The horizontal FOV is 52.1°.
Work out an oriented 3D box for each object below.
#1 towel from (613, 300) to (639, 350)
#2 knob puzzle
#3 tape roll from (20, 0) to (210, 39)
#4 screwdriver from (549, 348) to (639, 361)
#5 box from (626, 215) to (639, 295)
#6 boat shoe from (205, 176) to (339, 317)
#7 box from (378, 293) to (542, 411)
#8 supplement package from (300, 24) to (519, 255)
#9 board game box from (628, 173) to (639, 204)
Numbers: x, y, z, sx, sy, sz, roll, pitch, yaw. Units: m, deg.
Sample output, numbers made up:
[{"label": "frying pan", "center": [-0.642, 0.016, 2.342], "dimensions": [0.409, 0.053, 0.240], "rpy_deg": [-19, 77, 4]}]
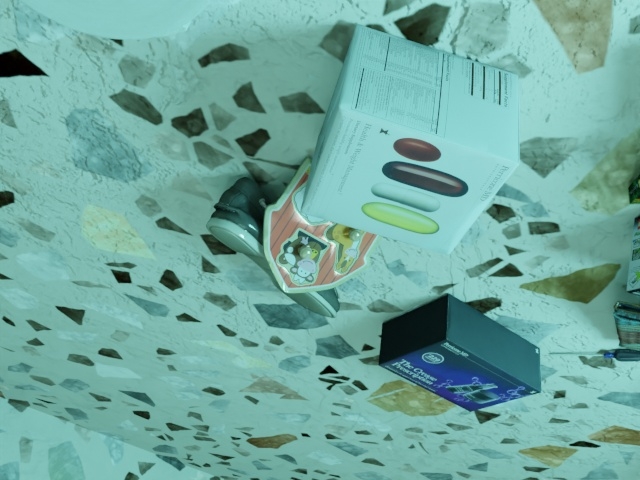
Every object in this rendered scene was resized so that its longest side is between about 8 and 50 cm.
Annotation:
[{"label": "towel", "center": [0.652, 0.179, 1.004], "dimensions": [0.370, 0.040, 0.271], "rpy_deg": [12, 166, 30]}, {"label": "knob puzzle", "center": [0.000, 0.000, 0.978], "dimensions": [0.213, 0.030, 0.213], "rpy_deg": [-6, 112, -14]}, {"label": "tape roll", "center": [-0.211, -0.333, 0.614], "dimensions": [0.286, 0.100, 0.286], "rpy_deg": [7, 144, 5]}, {"label": "screwdriver", "center": [0.530, 0.223, 1.258], "dimensions": [0.169, 0.025, 0.024], "rpy_deg": [-8, 141, 23]}, {"label": "box", "center": [0.540, 0.044, 0.927], "dimensions": [0.206, 0.114, 0.036], "rpy_deg": [16, 165, -8]}, {"label": "boat shoe", "center": [-0.050, 0.023, 1.077], "dimensions": [0.112, 0.096, 0.335], "rpy_deg": [12, 157, 41]}, {"label": "box", "center": [0.270, 0.225, 1.264], "dimensions": [0.261, 0.103, 0.184], "rpy_deg": [30, 138, -25]}, {"label": "supplement package", "center": [0.104, -0.114, 0.794], "dimensions": [0.203, 0.149, 0.194], "rpy_deg": [16, 144, -5]}, {"label": "board game box", "center": [0.529, -0.071, 0.799], "dimensions": [0.259, 0.030, 0.136], "rpy_deg": [0, 169, 15]}]
